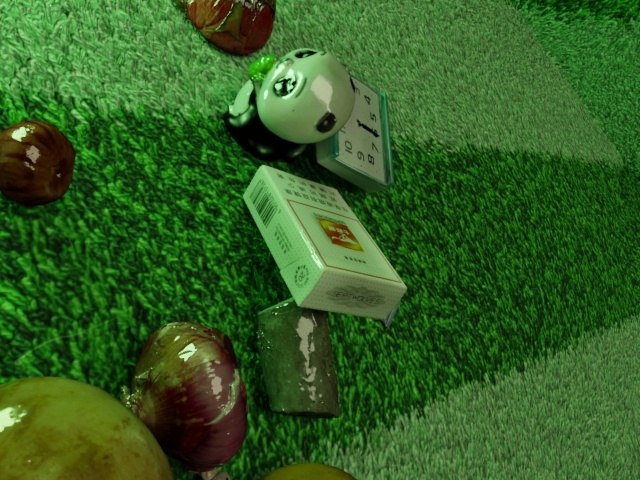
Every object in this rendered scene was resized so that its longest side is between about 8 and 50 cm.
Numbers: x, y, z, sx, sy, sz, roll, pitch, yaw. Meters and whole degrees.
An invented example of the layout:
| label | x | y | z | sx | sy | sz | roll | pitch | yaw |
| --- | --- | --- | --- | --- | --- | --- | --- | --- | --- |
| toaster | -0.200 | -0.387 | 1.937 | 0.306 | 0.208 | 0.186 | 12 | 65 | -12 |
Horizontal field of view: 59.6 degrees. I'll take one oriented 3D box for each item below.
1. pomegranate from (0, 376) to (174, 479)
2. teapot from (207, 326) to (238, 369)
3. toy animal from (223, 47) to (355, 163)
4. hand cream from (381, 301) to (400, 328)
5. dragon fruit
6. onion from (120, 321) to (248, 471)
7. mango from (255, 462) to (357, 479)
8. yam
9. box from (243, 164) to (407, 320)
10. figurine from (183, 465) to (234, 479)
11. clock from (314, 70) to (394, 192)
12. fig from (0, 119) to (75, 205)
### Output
| label | x | y | z | sx | sy | sz | roll | pitch | yaw |
| --- | --- | --- | --- | --- | --- | --- | --- | --- | --- |
| pomegranate | -0.324 | 0.336 | 0.649 | 0.338 | 0.338 | 0.339 | 17 | 63 | -37 |
| teapot | -0.190 | 0.214 | 0.968 | 0.098 | 0.078 | 0.129 | -84 | 158 | -78 |
| toy animal | -0.064 | -0.282 | 1.142 | 0.212 | 0.266 | 0.213 | 13 | 67 | -33 |
| hand cream | 0.099 | 0.097 | 1.290 | 0.256 | 0.055 | 0.088 | 46 | 53 | -27 |
| dragon fruit | -0.176 | -0.533 | 1.215 | 0.223 | 0.148 | 0.219 | 41 | 52 | -22 |
| onion | -0.212 | 0.240 | 0.827 | 0.163 | 0.229 | 0.230 | -18 | 86 | -50 |
| mango | -0.032 | 0.478 | 0.957 | 0.359 | 0.143 | 0.187 | 8 | 85 | -47 |
| yam | -0.043 | 0.212 | 1.051 | 0.153 | 0.153 | 0.255 | 5 | 74 | -41 |
| box | 0.000 | -0.001 | 1.091 | 0.210 | 0.095 | 0.330 | 14 | 30 | -38 |
| figurine | -0.181 | 0.385 | 0.924 | 0.129 | 0.054 | 0.072 | 58 | 31 | 1 |
| clock | 0.065 | -0.262 | 1.331 | 0.231 | 0.116 | 0.263 | 19 | 60 | -44 |
| fig | -0.446 | -0.109 | 0.842 | 0.128 | 0.150 | 0.129 | -22 | 90 | -79 |
